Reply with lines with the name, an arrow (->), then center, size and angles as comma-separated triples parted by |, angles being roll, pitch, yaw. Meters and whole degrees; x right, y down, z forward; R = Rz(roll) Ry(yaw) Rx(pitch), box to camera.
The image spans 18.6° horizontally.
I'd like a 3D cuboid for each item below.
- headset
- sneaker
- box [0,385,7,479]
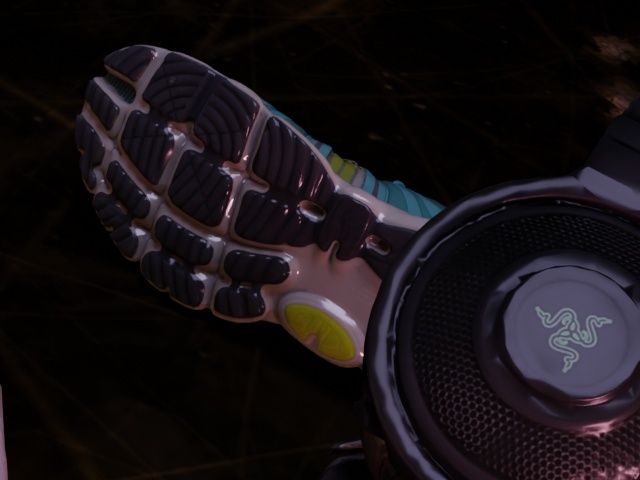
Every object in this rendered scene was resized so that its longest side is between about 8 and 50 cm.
headset -> 0.035, 0.083, 0.705 | 0.185, 0.243, 0.394 | 28, 39, 9
sneaker -> 0.000, 0.000, 0.959 | 0.275, 0.107, 0.110 | 33, 15, 10
box -> -0.190, 0.145, 0.415 | 0.168, 0.215, 0.345 | 41, 13, -27
